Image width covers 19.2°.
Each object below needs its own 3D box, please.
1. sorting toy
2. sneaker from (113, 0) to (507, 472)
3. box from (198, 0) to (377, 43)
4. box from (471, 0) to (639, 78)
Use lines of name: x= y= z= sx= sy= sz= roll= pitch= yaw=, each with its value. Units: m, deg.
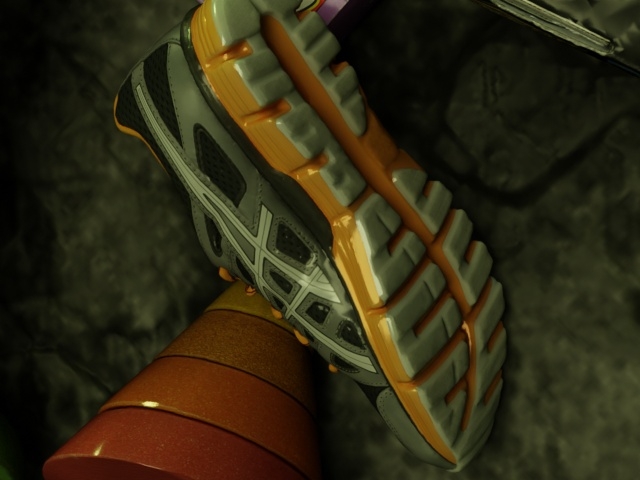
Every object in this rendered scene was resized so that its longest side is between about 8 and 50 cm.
sorting toy: x=-0.146 y=0.041 z=0.821 sx=0.365 sy=0.127 sz=0.126 roll=11 pitch=64 yaw=23
sneaker: x=0.000 y=0.000 z=0.744 sx=0.083 sy=0.084 sz=0.215 roll=-23 pitch=104 yaw=36
box: x=-0.050 y=-0.237 z=0.766 sx=0.293 sy=0.057 sz=0.201 roll=44 pitch=104 yaw=5
box: x=0.199 y=-0.191 z=0.655 sx=0.257 sy=0.079 sz=0.322 roll=26 pitch=99 yaw=3
